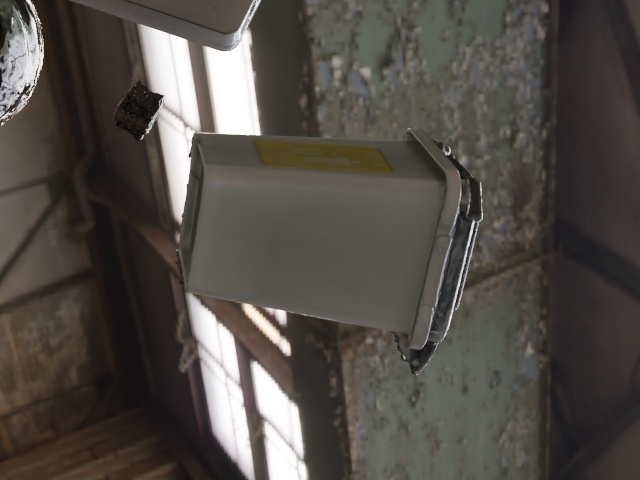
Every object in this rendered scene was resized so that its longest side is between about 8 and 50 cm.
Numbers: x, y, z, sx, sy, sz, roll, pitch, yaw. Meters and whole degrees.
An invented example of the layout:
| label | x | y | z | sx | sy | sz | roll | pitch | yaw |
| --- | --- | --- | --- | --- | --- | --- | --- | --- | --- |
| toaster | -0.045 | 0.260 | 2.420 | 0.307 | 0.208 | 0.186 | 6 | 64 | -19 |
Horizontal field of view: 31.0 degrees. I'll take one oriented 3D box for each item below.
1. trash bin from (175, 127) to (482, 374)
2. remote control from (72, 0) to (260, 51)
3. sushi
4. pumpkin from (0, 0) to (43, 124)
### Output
| label | x | y | z | sx | sy | sz | roll | pitch | yaw |
| --- | --- | --- | --- | --- | --- | --- | --- | --- | --- |
| trash bin | 0.000 | 0.000 | 1.528 | 0.368 | 0.296 | 0.256 | 6 | -158 | -13 |
| remote control | -0.181 | -0.258 | 1.097 | 0.250 | 0.034 | 0.103 | 18 | -122 | 4 |
| sushi | -0.381 | -0.277 | 2.420 | 0.084 | 0.098 | 0.094 | 31 | -127 | -11 |
| pumpkin | -0.681 | -0.304 | 1.867 | 0.454 | 0.344 | 0.454 | -14 | -172 | 2 |
